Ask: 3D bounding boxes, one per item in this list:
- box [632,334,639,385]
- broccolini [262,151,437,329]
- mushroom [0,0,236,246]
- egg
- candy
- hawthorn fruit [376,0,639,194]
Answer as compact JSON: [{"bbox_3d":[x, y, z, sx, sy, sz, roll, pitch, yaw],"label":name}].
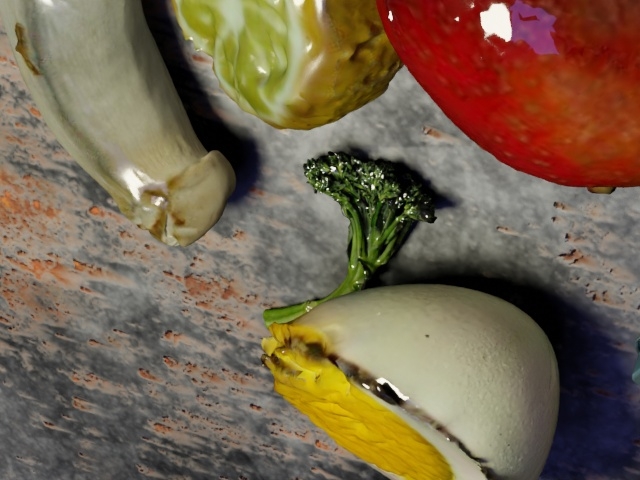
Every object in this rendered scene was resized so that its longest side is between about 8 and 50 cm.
[{"bbox_3d":[0.322,0.103,1.603,0.074,0.054,0.099,40,133,-3],"label":"box"},{"bbox_3d":[-0.003,0.005,1.709,0.123,0.062,0.271,46,135,3],"label":"broccolini"},{"bbox_3d":[-0.190,-0.174,1.621,0.177,0.126,0.397,-2,120,19],"label":"mushroom"},{"bbox_3d":[0.097,0.126,1.671,0.286,0.174,0.264,15,152,43],"label":"egg"},{"bbox_3d":[-0.036,-0.214,1.461,0.260,0.118,0.259,36,140,38],"label":"candy"},{"bbox_3d":[0.190,-0.158,1.336,0.265,0.265,0.307,-1,125,28],"label":"hawthorn fruit"}]
